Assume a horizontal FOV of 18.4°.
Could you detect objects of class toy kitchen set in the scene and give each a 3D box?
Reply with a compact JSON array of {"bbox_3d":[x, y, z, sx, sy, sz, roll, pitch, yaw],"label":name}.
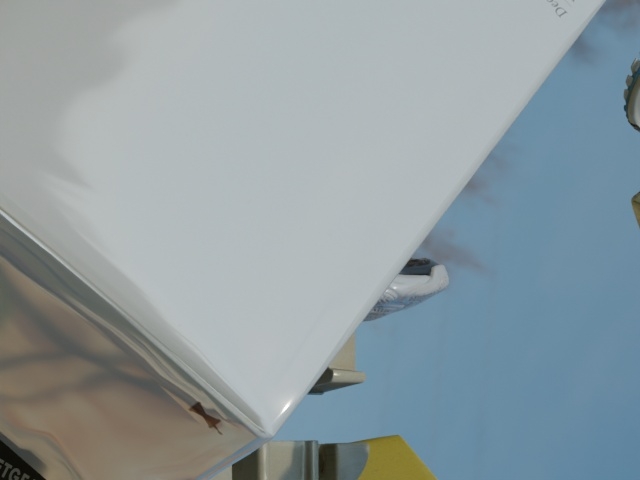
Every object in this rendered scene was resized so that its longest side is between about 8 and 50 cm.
[{"bbox_3d":[-0.074,0.131,1.688,0.122,0.207,0.166,-8,-100,47],"label":"toy kitchen set"}]

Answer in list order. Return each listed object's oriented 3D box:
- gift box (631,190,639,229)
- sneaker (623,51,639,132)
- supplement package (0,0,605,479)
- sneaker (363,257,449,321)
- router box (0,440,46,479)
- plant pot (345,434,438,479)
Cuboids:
[{"bbox_3d":[0.502,0.030,1.937,0.255,0.276,0.258,-40,-146,-13],"label":"gift box"},{"bbox_3d":[0.357,-0.170,1.811,0.190,0.071,0.083,-51,-136,8],"label":"sneaker"},{"bbox_3d":[-0.035,-0.059,0.794,0.293,0.175,0.177,-52,-173,-30],"label":"supplement package"},{"bbox_3d":[0.000,0.000,1.934,0.101,0.269,0.153,-34,-116,58],"label":"sneaker"},{"bbox_3d":[-0.229,0.088,1.641,0.309,0.081,0.243,20,-100,44],"label":"router box"},{"bbox_3d":[0.046,0.326,2.022,0.212,0.187,0.212,49,-22,33],"label":"plant pot"}]
